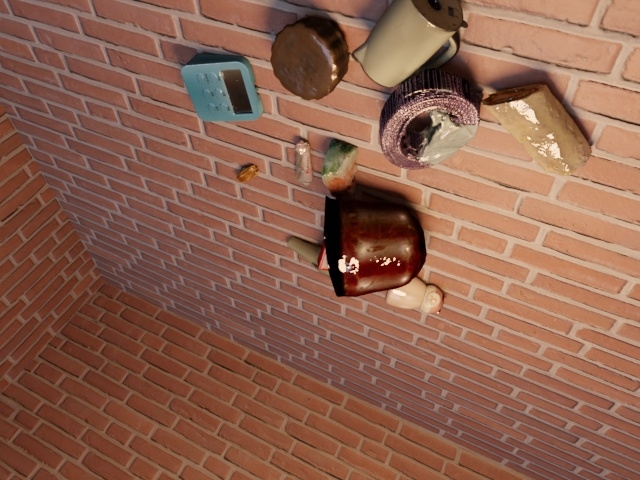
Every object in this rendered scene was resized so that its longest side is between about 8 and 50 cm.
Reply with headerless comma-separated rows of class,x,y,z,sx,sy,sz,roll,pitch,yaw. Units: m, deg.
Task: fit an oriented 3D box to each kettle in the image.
kettle,0.241,-0.509,1.266,0.240,0.165,0.255,13,153,-23

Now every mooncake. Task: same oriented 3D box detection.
mooncake,-0.026,-0.539,1.454,0.228,0.124,0.228,20,138,19

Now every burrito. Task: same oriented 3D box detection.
burrito,0.573,-0.298,1.294,0.299,0.105,0.143,42,139,-15
burrito,-0.064,-0.288,1.837,0.064,0.064,0.203,20,145,17

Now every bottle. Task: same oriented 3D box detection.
bottle,0.396,0.224,2.033,0.236,0.148,0.148,18,143,7

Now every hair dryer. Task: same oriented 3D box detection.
hair dryer,-0.027,0.012,2.159,0.295,0.119,0.298,9,123,35

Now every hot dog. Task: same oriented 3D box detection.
hot dog,-0.303,-0.281,2.047,0.133,0.041,0.056,-19,129,41

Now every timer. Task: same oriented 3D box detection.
timer,-0.339,-0.527,1.735,0.249,0.091,0.232,10,139,23

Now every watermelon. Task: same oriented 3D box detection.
watermelon,0.075,-0.223,1.763,0.094,0.154,0.241,17,156,20

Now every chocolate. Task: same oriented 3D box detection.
chocolate,0.202,0.016,1.738,0.331,0.384,0.384,-6,134,12

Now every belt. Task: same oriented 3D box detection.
belt,0.301,-0.327,1.396,0.260,0.122,0.325,7,148,-12

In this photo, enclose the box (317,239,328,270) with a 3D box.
box,0.070,0.036,2.007,0.133,0.099,0.182,12,112,-8
